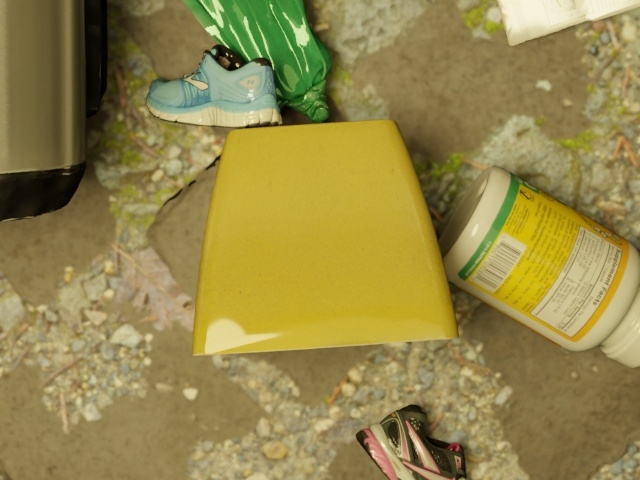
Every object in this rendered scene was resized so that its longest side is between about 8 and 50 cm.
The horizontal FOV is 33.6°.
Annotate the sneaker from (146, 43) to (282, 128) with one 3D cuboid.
[{"bbox_3d":[-0.093,-0.138,0.950,0.162,0.063,0.073,9,98,41],"label":"sneaker"}]

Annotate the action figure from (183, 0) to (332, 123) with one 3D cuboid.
[{"bbox_3d":[-0.058,-0.207,0.969,0.137,0.063,0.232,-31,93,2],"label":"action figure"}]

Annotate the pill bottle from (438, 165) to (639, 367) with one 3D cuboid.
[{"bbox_3d":[0.218,0.029,0.973,0.208,0.117,0.118,30,97,-3],"label":"pill bottle"}]

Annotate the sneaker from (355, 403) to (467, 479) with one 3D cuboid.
[{"bbox_3d":[0.117,0.236,1.029,0.077,0.072,0.178,-38,102,-6],"label":"sneaker"}]

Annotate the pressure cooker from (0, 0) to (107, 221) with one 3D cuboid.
[{"bbox_3d":[-0.359,-0.228,0.812,0.369,0.375,0.421,1,99,3],"label":"pressure cooker"}]

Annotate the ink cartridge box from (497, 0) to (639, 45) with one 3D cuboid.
[{"bbox_3d":[0.260,-0.298,0.973,0.224,0.056,0.181,-16,98,21],"label":"ink cartridge box"}]

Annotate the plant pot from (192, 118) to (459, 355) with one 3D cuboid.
[{"bbox_3d":[0.000,0.000,0.937,0.212,0.212,0.187,-4,85,1],"label":"plant pot"}]
